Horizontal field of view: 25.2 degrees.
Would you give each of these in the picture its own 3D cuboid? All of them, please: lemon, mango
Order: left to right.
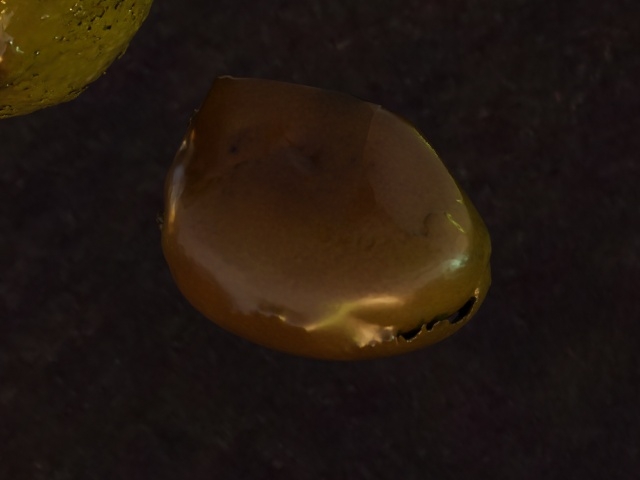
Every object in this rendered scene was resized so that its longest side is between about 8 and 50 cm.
[{"bbox_3d":[-0.244,-0.228,0.997,0.258,0.258,0.310,-32,62,1],"label":"lemon"},{"bbox_3d":[0.000,0.000,0.975,0.236,0.136,0.166,10,69,19],"label":"mango"}]
